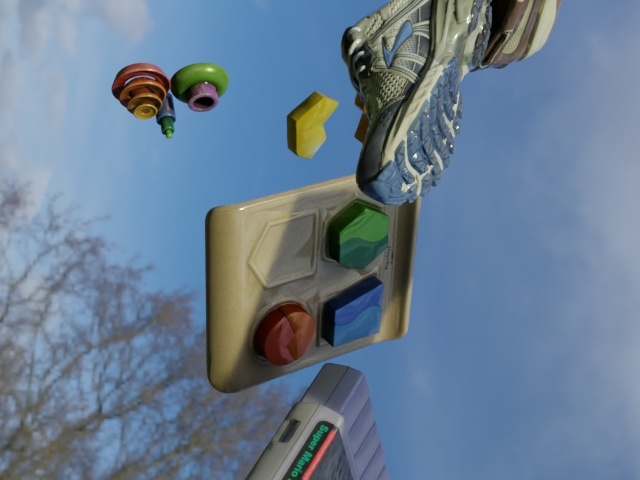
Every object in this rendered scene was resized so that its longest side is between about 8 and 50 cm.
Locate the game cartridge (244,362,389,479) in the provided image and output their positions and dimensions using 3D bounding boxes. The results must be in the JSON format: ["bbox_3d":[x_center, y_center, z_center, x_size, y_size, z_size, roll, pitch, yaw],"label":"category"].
[{"bbox_3d":[-0.038,0.308,0.964,0.355,0.068,0.230,-55,150,-36],"label":"game cartridge"}]

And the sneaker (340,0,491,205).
[{"bbox_3d":[0.034,-0.070,0.469,0.052,0.058,0.135,75,31,-49],"label":"sneaker"}]

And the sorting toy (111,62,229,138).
[{"bbox_3d":[-0.124,-0.116,0.892,0.061,0.102,0.042,124,-42,-54],"label":"sorting toy"}]

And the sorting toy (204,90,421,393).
[{"bbox_3d":[0.000,0.000,1.033,0.041,0.229,0.307,43,-42,49],"label":"sorting toy"}]

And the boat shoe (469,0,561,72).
[{"bbox_3d":[0.147,-0.234,0.831,0.095,0.095,0.257,45,-29,34],"label":"boat shoe"}]
